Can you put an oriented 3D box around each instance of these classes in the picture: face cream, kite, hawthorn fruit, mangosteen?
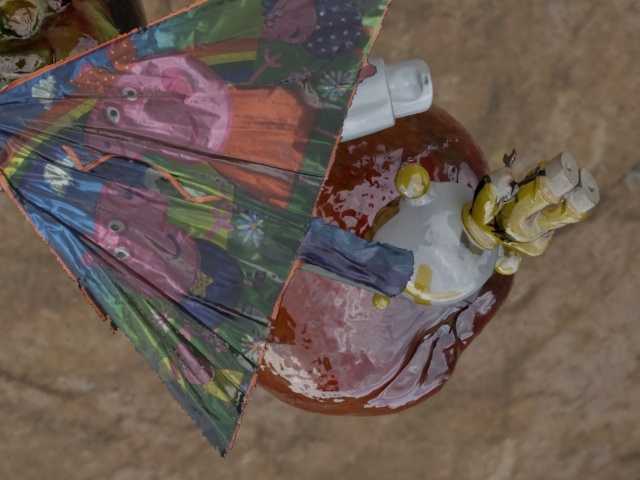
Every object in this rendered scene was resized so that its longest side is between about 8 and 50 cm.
[{"bbox_3d":[-0.049,-0.081,0.930,0.251,0.101,0.101,-11,136,3],"label":"face cream"},{"bbox_3d":[-0.063,-0.031,0.647,0.234,0.016,0.321,19,122,-1],"label":"kite"},{"bbox_3d":[0.011,0.012,1.143,0.295,0.295,0.311,6,170,-37],"label":"hawthorn fruit"},{"bbox_3d":[-0.298,-0.193,1.350,0.288,0.288,0.288,-16,135,-17],"label":"mangosteen"}]

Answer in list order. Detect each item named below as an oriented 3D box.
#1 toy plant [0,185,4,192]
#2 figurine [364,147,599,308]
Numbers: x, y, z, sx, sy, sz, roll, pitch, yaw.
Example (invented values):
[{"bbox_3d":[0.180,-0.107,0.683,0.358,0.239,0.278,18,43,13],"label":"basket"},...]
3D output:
[{"bbox_3d":[-0.399,-0.120,1.717,0.200,0.143,0.105,-24,167,-30],"label":"toy plant"},{"bbox_3d":[0.093,-0.005,0.795,0.143,0.068,0.101,-8,140,18],"label":"figurine"}]
